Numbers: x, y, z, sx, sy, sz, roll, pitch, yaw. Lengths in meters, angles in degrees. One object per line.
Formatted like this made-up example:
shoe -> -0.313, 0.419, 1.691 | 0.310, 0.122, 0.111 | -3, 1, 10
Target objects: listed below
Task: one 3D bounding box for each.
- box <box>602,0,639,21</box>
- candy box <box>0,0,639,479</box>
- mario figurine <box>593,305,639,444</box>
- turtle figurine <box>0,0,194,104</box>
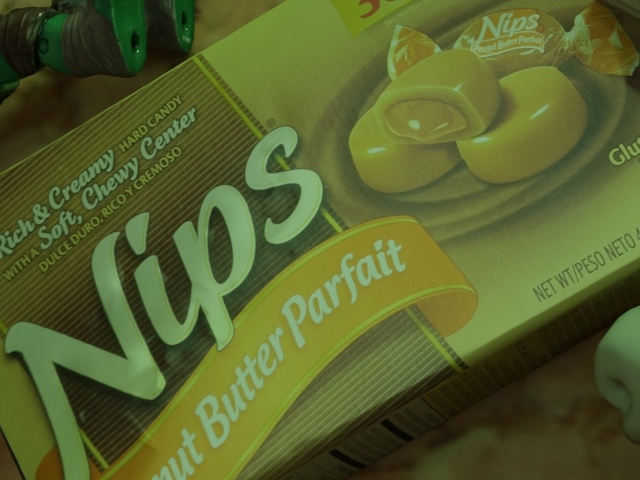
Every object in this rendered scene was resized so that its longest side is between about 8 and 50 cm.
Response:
box -> 0.265, -0.055, 0.693 | 0.324, 0.063, 0.067 | 29, 75, 6
candy box -> 0.000, 0.000, 0.780 | 0.316, 0.087, 0.183 | -31, 72, 5
mario figurine -> 0.221, 0.108, 0.671 | 0.320, 0.170, 0.198 | -23, 53, 15
turtle figurine -> -0.187, -0.106, 0.864 | 0.234, 0.118, 0.175 | -1, 32, 14
